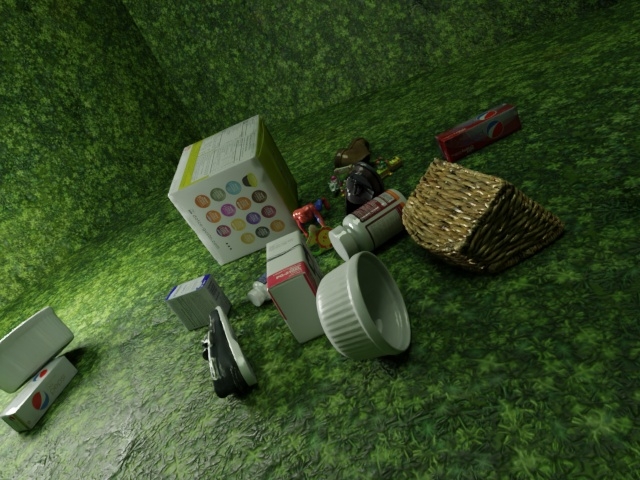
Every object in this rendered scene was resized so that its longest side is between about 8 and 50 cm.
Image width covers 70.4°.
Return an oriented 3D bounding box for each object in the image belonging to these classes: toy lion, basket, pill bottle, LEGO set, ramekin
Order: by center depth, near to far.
[{"bbox_3d":[0.082,0.137,0.898,0.109,0.207,0.207,-27,23,26],"label":"ramekin"},{"bbox_3d":[0.360,-0.035,1.068,0.214,0.222,0.299,-60,24,9],"label":"basket"},{"bbox_3d":[0.140,-0.040,1.259,0.221,0.121,0.121,-33,26,-12],"label":"pill bottle"},{"bbox_3d":[-0.150,0.129,1.288,0.067,0.067,0.120,2,37,46],"label":"pill bottle"},{"bbox_3d":[0.000,0.000,1.379,0.034,0.096,0.100,-102,35,-88],"label":"toy lion"},{"bbox_3d":[-0.947,0.360,1.475,0.277,0.135,0.277,-42,10,9],"label":"ramekin"},{"bbox_3d":[0.156,-0.256,1.668,0.286,0.107,0.132,-21,26,14],"label":"LEGO set"}]

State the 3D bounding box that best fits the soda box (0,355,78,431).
[{"bbox_3d":[-0.826,0.450,1.343,0.069,0.074,0.216,-17,27,21],"label":"soda box"}]

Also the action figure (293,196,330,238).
[{"bbox_3d":[-0.016,-0.064,1.518,0.091,0.139,0.280,-24,3,15],"label":"action figure"}]

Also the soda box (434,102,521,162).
[{"bbox_3d":[0.530,-0.364,1.532,0.263,0.084,0.092,-26,24,4],"label":"soda box"}]

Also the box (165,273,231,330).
[{"bbox_3d":[-0.353,0.181,1.322,0.137,0.126,0.072,-19,28,16],"label":"box"}]

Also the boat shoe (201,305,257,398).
[{"bbox_3d":[-0.240,0.256,1.084,0.091,0.114,0.302,-27,24,-13],"label":"boat shoe"}]

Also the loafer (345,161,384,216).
[{"bbox_3d":[0.121,-0.130,1.352,0.095,0.109,0.302,-51,-12,-9],"label":"loafer"}]

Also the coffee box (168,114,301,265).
[{"bbox_3d":[-0.289,-0.186,1.642,0.334,0.338,0.338,-21,36,11],"label":"coffee box"}]

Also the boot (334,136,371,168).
[{"bbox_3d":[0.162,-0.346,1.853,0.115,0.113,0.305,11,28,19],"label":"boot"}]

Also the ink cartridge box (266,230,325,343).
[{"bbox_3d":[-0.052,0.105,1.114,0.100,0.172,0.237,-25,25,5],"label":"ink cartridge box"}]
